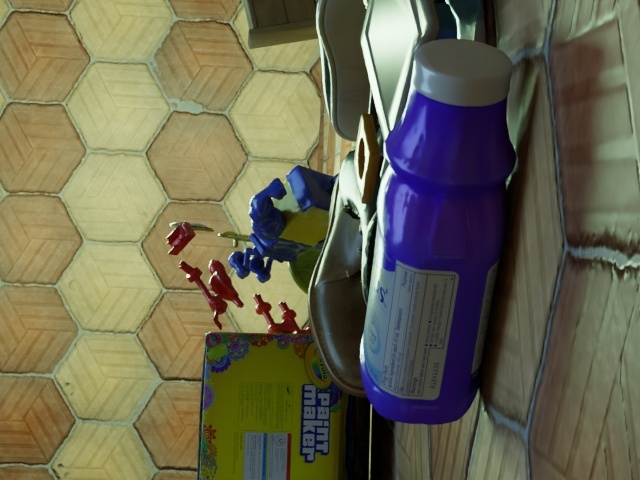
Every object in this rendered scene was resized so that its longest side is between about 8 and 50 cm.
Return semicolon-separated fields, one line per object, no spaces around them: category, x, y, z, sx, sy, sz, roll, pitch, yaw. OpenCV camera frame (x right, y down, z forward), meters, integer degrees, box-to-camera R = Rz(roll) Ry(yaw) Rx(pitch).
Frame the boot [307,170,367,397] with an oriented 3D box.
boot;0.054;0.021;1.374;0.115;0.112;0.305;122;154;-62

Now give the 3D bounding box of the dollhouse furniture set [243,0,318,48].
dollhouse furniture set;-0.033;-0.410;1.583;0.355;0.303;0.173;106;153;-73

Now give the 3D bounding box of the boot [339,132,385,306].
boot;0.056;-0.015;1.194;0.137;0.077;0.197;-23;48;60

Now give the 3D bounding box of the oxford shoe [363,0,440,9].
oxford shoe;0.082;-0.235;1.240;0.212;0.076;0.076;-97;11;-71

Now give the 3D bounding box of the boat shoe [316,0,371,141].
boat shoe;0.047;-0.274;1.585;0.335;0.112;0.095;91;174;-49

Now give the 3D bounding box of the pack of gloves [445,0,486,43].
pack of gloves;0.107;-0.193;1.071;0.195;0.046;0.232;137;136;-84

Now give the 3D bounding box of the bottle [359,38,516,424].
bottle;0.084;-0.003;0.885;0.118;0.092;0.282;-91;4;-57

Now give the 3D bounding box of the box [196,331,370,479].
box;-0.039;0.277;1.588;0.279;0.177;0.289;47;-136;-76

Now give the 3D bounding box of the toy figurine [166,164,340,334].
toy figurine;0.000;0.000;1.639;0.217;0.363;0.191;-46;55;23

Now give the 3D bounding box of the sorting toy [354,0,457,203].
sorting toy;0.075;-0.173;1.032;0.347;0.047;0.196;102;166;-54

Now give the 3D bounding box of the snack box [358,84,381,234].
snack box;0.079;-0.089;1.288;0.022;0.064;0.178;-93;6;-66
